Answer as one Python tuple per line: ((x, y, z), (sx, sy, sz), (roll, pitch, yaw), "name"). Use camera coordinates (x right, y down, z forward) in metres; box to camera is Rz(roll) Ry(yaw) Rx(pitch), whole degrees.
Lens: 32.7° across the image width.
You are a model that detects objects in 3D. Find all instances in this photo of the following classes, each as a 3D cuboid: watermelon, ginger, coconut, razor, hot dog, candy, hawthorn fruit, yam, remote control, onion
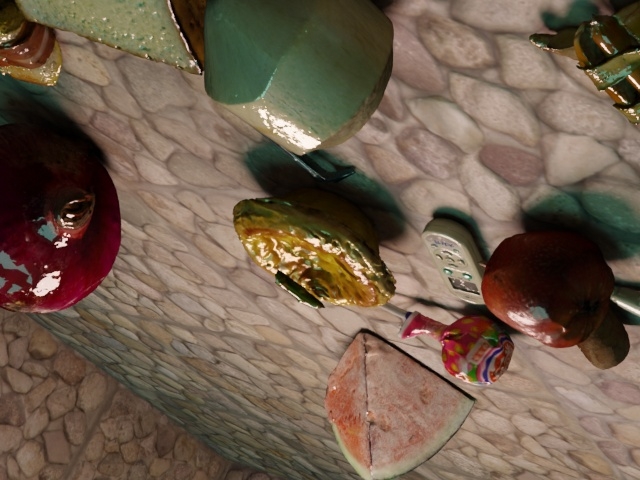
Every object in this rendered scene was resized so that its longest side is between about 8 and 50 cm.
((0.156, 0.317, 2.317), (0.250, 0.293, 0.283), (-6, -149, -37), "watermelon")
((0.261, -0.200, 1.114), (0.097, 0.030, 0.048), (20, -175, 11), "ginger")
((-0.035, -0.212, 1.195), (0.222, 0.202, 0.202), (37, 156, -29), "coconut")
((-0.041, -0.135, 1.597), (0.190, 0.033, 0.066), (34, 157, -17), "razor")
((0.353, -0.142, 1.080), (0.269, 0.072, 0.109), (37, 150, -25), "hot dog")
((0.172, 0.143, 1.938), (0.365, 0.124, 0.124), (24, 160, 28), "candy")
((0.313, 0.058, 1.499), (0.173, 0.173, 0.179), (32, -176, -14), "hawthorn fruit")
((0.409, 0.131, 1.639), (0.084, 0.084, 0.127), (5, 153, 42), "yam")
((-0.458, -0.308, 1.595), (0.123, 0.093, 0.261), (13, 171, 10), "hot dog")
((0.215, 0.032, 1.683), (0.078, 0.042, 0.221), (12, 156, 29), "remote control")
((-0.489, -0.041, 1.906), (0.347, 0.348, 0.385), (37, 158, -26), "onion")

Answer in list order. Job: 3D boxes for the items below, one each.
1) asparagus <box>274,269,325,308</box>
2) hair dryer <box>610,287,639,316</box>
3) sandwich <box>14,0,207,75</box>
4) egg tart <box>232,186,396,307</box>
((-0.036, 0.085, 1.800), (0.108, 0.025, 0.021), (37, 148, -21), "asparagus")
((0.467, 0.076, 1.498), (0.237, 0.075, 0.206), (18, 152, 40), "hair dryer")
((-0.267, -0.333, 1.315), (0.273, 0.095, 0.249), (19, 158, 15), "sandwich")
((0.000, 0.000, 1.753), (0.294, 0.116, 0.295), (25, 160, 9), "egg tart")
